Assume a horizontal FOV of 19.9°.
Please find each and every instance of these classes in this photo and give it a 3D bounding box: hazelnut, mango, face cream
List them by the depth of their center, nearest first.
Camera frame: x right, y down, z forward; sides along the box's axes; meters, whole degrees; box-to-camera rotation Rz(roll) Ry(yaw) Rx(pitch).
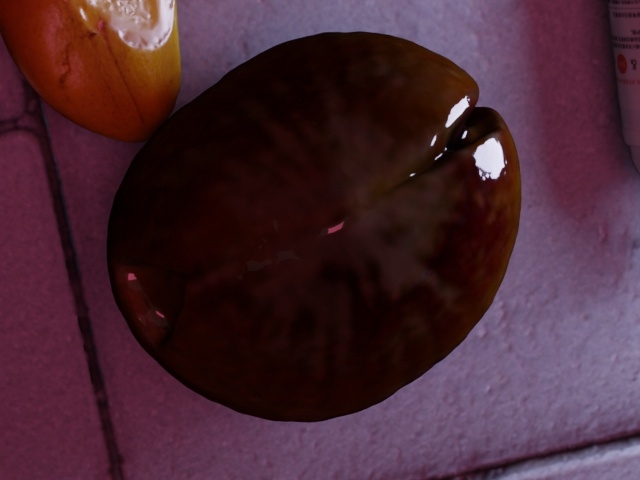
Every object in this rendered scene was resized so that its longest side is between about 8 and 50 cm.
[{"bbox_3d":[0.000,0.000,1.860,0.429,0.402,0.402,-25,104,-11],"label":"hazelnut"},{"bbox_3d":[-0.237,-0.219,1.883,0.187,0.138,0.257,-18,108,-26],"label":"mango"},{"bbox_3d":[0.402,-0.146,2.012,0.145,0.145,0.370,-11,103,-9],"label":"face cream"}]
